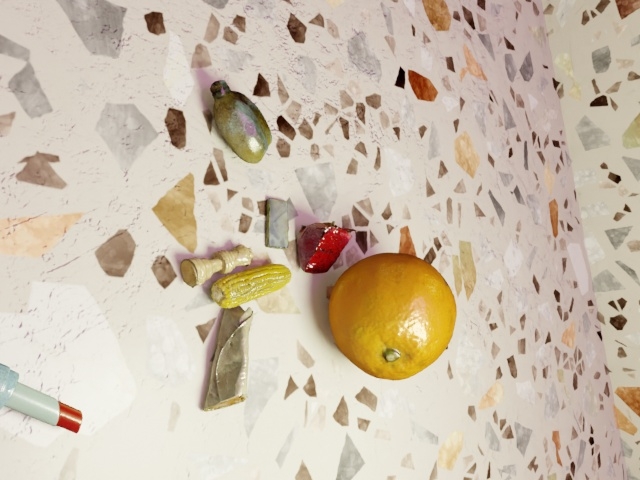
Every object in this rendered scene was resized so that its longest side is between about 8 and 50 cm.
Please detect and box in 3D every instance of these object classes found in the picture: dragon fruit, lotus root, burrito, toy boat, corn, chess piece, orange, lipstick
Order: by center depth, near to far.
[{"bbox_3d":[-0.485,0.232,0.943,0.274,0.061,0.068,40,55,-34],"label":"lipstick"},{"bbox_3d":[-0.180,0.238,1.254,0.060,0.086,0.226,75,20,-70],"label":"burrito"},{"bbox_3d":[-0.206,0.047,1.270,0.172,0.060,0.060,-18,97,-46],"label":"chess piece"},{"bbox_3d":[-0.146,0.094,1.311,0.203,0.072,0.072,-16,95,-46],"label":"corn"},{"bbox_3d":[-0.176,-0.259,1.325,0.192,0.088,0.113,56,33,-24],"label":"lotus root"},{"bbox_3d":[-0.101,-0.037,1.419,0.063,0.016,0.115,9,77,-45],"label":"toy boat"},{"bbox_3d":[0.170,0.178,1.459,0.312,0.312,0.313,9,77,-45],"label":"orange"},{"bbox_3d":[0.000,0.000,1.465,0.102,0.096,0.147,19,113,-39],"label":"dragon fruit"}]
